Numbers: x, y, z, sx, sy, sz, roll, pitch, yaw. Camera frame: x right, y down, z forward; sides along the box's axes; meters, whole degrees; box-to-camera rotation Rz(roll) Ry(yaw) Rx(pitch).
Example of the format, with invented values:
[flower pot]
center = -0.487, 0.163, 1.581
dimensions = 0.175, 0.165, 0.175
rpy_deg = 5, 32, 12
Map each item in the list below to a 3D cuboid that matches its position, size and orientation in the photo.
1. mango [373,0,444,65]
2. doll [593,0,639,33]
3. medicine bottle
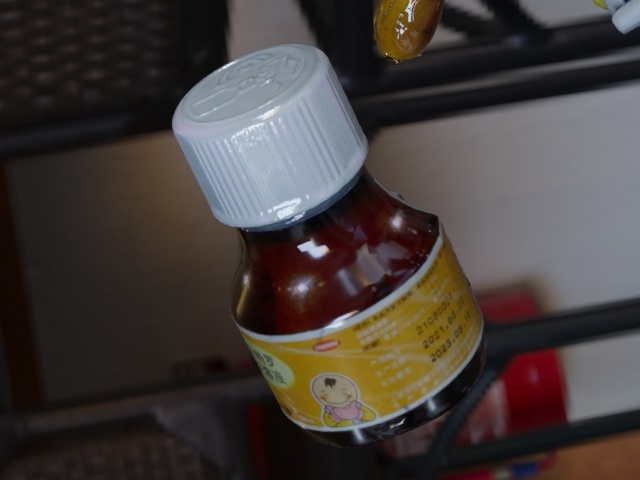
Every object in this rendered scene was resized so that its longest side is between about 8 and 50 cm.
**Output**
[mango]
center = 0.087, -0.228, 1.808
dimensions = 0.077, 0.063, 0.127
rpy_deg = -69, -2, -56
[doll]
center = 0.325, -0.246, 1.675
dimensions = 0.119, 0.138, 0.293
rpy_deg = 41, 173, -11
[medicine bottle]
center = 0.000, 0.000, 1.886
dimensions = 0.395, 0.243, 0.242
rpy_deg = 63, 177, -23
